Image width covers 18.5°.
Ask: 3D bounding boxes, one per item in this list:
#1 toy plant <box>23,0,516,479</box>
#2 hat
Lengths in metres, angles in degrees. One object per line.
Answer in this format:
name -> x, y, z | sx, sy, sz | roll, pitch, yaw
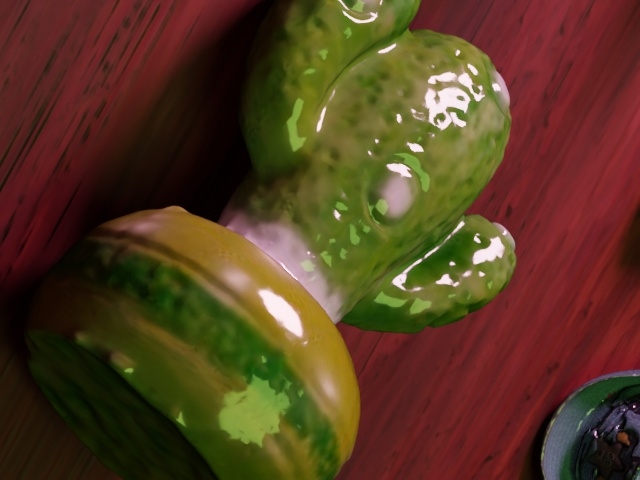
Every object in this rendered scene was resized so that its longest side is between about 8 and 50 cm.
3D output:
toy plant -> 0.000, 0.000, 1.074 | 0.316, 0.184, 0.224 | -50, 118, -23
hat -> 0.246, 0.163, 1.434 | 0.191, 0.078, 0.138 | 12, 106, -44
